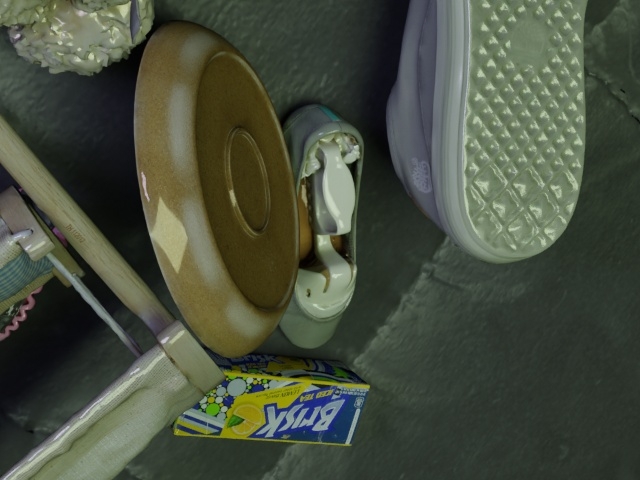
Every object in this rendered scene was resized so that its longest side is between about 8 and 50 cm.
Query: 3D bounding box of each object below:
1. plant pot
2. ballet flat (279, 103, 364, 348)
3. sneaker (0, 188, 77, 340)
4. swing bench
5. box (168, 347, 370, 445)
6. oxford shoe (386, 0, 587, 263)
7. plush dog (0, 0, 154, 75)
[{"bbox_3d":[-0.061,-0.038,0.902,0.032,0.236,0.236,-9,122,17],"label":"plant pot"},{"bbox_3d":[0.000,0.000,1.034,0.072,0.068,0.213,-12,116,-26],"label":"ballet flat"},{"bbox_3d":[-0.221,0.015,0.935,0.057,0.047,0.119,29,90,-21],"label":"sneaker"},{"bbox_3d":[-0.226,0.087,0.836,0.253,0.165,0.254,-41,106,-7],"label":"swing bench"},{"bbox_3d":[-0.047,0.126,1.068,0.169,0.054,0.059,9,104,-32],"label":"box"},{"bbox_3d":[0.134,-0.208,1.000,0.169,0.130,0.449,5,92,-25],"label":"oxford shoe"},{"bbox_3d":[-0.225,-0.202,0.759,0.225,0.210,0.262,-7,110,-2],"label":"plush dog"}]
